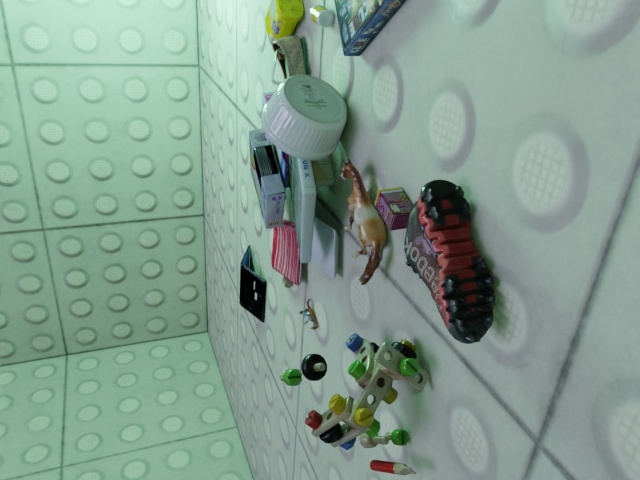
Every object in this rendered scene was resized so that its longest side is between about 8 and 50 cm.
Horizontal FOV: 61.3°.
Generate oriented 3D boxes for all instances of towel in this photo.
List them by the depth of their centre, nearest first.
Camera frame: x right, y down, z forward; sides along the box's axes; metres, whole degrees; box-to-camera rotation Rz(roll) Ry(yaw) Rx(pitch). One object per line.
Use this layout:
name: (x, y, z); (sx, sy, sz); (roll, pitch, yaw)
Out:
towel: (-0.117, 0.032, 1.863); (0.275, 0.031, 0.198); (-157, 69, -67)

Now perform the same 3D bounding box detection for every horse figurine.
horse figurine: (0.098, -0.036, 1.244); (0.174, 0.066, 0.263); (106, 153, -59)

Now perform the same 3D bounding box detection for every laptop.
laptop: (-0.292, 0.193, 2.444); (0.264, 0.137, 0.234); (31, 130, 34)

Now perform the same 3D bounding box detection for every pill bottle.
pill bottle: (0.000, -0.570, 1.368); (0.083, 0.043, 0.043); (-122, 32, -50)

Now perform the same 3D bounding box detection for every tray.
tray: (0.000, 0.000, 1.567); (0.270, 0.030, 0.145); (-141, 47, -62)

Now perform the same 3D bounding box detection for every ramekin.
ramekin: (-0.032, -0.308, 1.320); (0.109, 0.207, 0.207); (-55, 45, 49)

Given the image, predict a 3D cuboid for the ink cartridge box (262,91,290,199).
ink cartridge box: (-0.129, -0.307, 1.748); (0.185, 0.065, 0.311); (98, 159, -56)

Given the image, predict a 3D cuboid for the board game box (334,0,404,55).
board game box: (0.097, -0.516, 1.123); (0.243, 0.042, 0.165); (153, 109, -69)

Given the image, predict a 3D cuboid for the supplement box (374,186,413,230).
supplement box: (0.153, -0.065, 1.097); (0.043, 0.055, 0.083); (102, 154, -44)

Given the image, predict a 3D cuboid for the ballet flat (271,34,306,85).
ballet flat: (-0.085, -0.434, 1.551); (0.107, 0.106, 0.315); (146, 115, -67)

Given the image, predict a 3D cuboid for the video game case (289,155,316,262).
video game case: (-0.053, -0.147, 1.477); (0.329, 0.036, 0.299); (95, 168, -57)

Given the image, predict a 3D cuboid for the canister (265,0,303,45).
canister: (-0.111, -0.668, 1.598); (0.170, 0.073, 0.126); (147, 115, -69)

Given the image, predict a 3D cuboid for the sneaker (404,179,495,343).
sneaker: (0.211, 0.043, 0.914); (0.135, 0.098, 0.276); (129, 133, -62)

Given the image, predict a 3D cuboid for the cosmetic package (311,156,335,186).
cosmetic package: (-0.002, -0.205, 1.466); (0.041, 0.060, 0.115); (136, 123, -67)

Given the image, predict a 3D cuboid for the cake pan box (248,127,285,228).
cake pan box: (-0.176, -0.199, 1.770); (0.267, 0.070, 0.245); (106, 147, -68)

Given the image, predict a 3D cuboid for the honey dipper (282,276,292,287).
honey dipper: (-0.138, 0.118, 1.982); (0.160, 0.031, 0.030); (-122, 32, -55)

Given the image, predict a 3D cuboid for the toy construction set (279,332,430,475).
toy construction set: (0.123, 0.343, 1.123); (0.237, 0.257, 0.308); (-25, 93, 56)

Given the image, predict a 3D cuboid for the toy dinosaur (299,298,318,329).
toy dinosaur: (-0.032, 0.245, 1.720); (0.082, 0.047, 0.090); (29, 114, 44)
